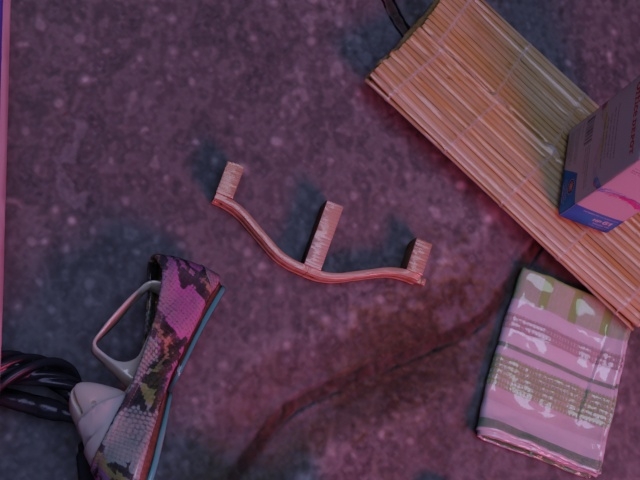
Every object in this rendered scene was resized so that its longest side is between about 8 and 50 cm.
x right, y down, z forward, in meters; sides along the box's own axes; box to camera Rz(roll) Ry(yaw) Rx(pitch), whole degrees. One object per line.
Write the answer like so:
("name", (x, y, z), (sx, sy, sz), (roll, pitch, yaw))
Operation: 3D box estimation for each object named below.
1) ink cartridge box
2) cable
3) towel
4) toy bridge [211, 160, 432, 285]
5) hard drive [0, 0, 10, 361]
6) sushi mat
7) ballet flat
("ink cartridge box", (0.251, -0.072, 1.046), (0.052, 0.122, 0.088), (20, 63, -13))
("cable", (-0.209, 0.174, 0.930), (0.150, 0.047, 0.184), (-35, 88, -28))
("towel", (0.198, 0.108, 1.065), (0.113, 0.023, 0.152), (22, 70, -9))
("toy bridge", (0.000, 0.000, 1.040), (0.188, 0.026, 0.063), (23, 73, -8))
("hard drive", (-0.333, -0.037, 0.923), (0.210, 0.040, 0.319), (-3, 75, 2))
("sushi mat", (0.192, -0.078, 1.107), (0.316, 0.019, 0.151), (43, 59, -1))
("ballet flat", (-0.134, 0.101, 0.932), (0.079, 0.077, 0.221), (23, 53, -8))
